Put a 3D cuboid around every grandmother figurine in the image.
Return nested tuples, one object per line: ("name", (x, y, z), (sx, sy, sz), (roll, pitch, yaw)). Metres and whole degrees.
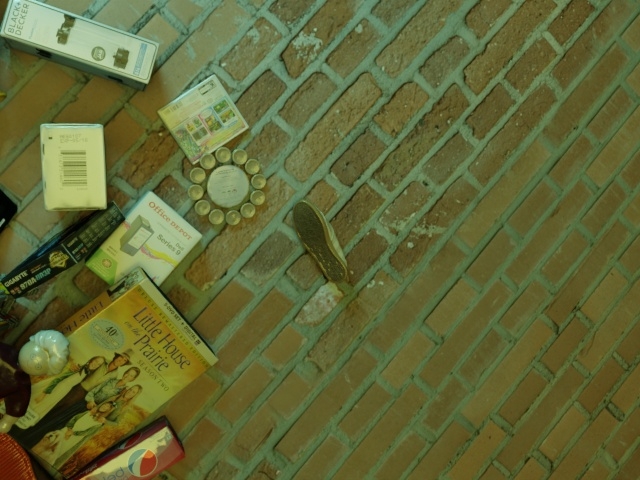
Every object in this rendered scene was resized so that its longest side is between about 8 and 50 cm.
("grandmother figurine", (-0.632, 0.273, 1.365), (0.342, 0.104, 0.207), (-27, 116, -6))

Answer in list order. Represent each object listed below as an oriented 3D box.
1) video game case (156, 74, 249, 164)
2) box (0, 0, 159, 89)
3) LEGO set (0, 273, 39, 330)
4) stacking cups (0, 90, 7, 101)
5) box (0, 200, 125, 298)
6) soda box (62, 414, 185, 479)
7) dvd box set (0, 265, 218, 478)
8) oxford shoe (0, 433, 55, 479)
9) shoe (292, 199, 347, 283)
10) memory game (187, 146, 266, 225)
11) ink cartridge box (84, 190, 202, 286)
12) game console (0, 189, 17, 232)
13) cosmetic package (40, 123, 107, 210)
("video game case", (-0.264, -0.272, 1.637), (0.157, 0.019, 0.143), (-36, 104, -11))
("box", (-0.487, -0.398, 1.482), (0.290, 0.169, 0.087), (16, 91, -16))
("LEGO set", (-0.744, 0.153, 1.485), (0.255, 0.192, 0.331), (24, 95, 7))
("stacking cups", (-0.755, -0.411, 1.446), (0.096, 0.096, 0.316), (-30, 101, -11))
("box", (-0.513, 0.016, 1.460), (0.175, 0.220, 0.051), (-26, 107, 22))
("soda box", (-0.442, 0.509, 1.629), (0.263, 0.083, 0.092), (-31, 103, -12))
("dvd box set", (-0.465, 0.289, 1.550), (0.420, 0.062, 0.307), (-37, 129, -9))
("oxford shoe", (-0.642, 0.524, 1.575), (0.097, 0.098, 0.271), (-34, 85, -5))
("shoe", (0.000, 0.000, 1.726), (0.077, 0.058, 0.219), (-24, 99, 19))
("memory game", (-0.213, -0.123, 1.661), (0.186, 0.012, 0.186), (-4, 103, -18))
("ink cartridge box", (-0.387, 0.016, 1.592), (0.154, 0.093, 0.212), (43, 82, -16))
("game console", (-0.713, -0.057, 1.501), (0.107, 0.071, 0.122), (58, 41, -39))
("cosmetic package", (-0.482, -0.144, 1.436), (0.113, 0.309, 0.160), (-2, 97, -15))
